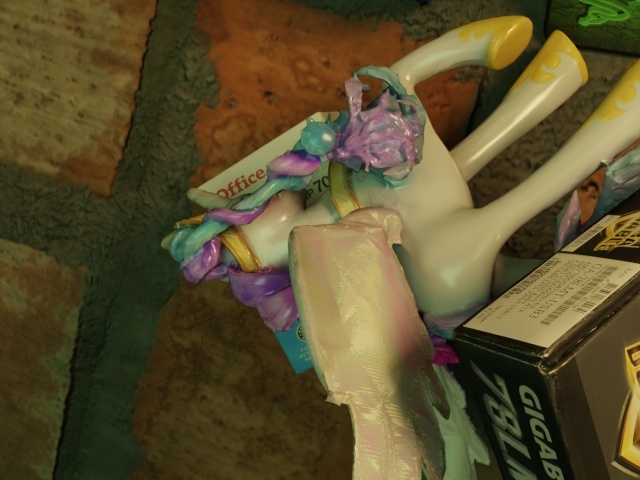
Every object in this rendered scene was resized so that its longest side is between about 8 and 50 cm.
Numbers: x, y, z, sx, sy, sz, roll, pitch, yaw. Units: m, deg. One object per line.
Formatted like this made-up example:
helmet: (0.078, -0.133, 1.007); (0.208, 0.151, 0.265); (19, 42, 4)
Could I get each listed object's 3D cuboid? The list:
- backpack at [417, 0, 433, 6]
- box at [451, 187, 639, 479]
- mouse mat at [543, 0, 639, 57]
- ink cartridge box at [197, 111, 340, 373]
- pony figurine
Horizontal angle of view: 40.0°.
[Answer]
backpack: (0.056, -0.270, 0.719); (0.120, 0.101, 0.098); (36, 101, 15)
box: (0.240, 0.102, 0.510); (0.073, 0.293, 0.296); (14, 131, 58)
mouse mat: (0.270, -0.201, 0.659); (0.189, 0.007, 0.153); (14, 135, 18)
ink cartridge box: (0.000, 0.000, 0.785); (0.139, 0.082, 0.191); (-30, 88, 20)
pony figurine: (0.084, 0.016, 0.615); (0.363, 0.303, 0.351); (-29, 55, 2)
